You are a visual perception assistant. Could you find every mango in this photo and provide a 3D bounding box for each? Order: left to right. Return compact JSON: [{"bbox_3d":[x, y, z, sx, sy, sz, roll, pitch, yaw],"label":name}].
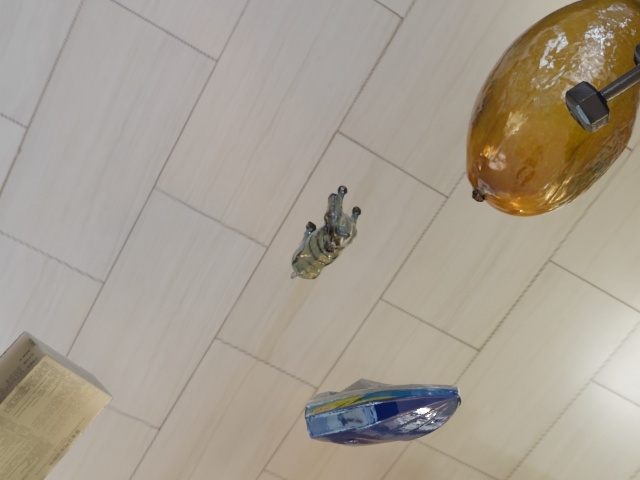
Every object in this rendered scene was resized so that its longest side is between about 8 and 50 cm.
[{"bbox_3d":[0.301,-0.178,0.814,0.187,0.144,0.359,34,74,2],"label":"mango"}]

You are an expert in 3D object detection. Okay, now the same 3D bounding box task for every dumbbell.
[{"bbox_3d":[0.232,-0.120,0.508,0.083,0.036,0.040,-33,99,14],"label":"dumbbell"}]

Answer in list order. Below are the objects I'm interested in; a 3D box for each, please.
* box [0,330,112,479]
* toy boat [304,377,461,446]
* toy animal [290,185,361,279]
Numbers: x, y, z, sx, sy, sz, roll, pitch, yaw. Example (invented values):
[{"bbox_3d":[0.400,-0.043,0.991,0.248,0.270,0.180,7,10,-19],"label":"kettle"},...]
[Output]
[{"bbox_3d":[-0.469,0.281,1.051,0.212,0.095,0.168,-51,134,-15],"label":"box"},{"bbox_3d":[0.099,0.238,0.943,0.129,0.088,0.295,18,152,-25],"label":"toy boat"},{"bbox_3d":[0.005,0.003,1.025,0.073,0.176,0.217,35,127,-3],"label":"toy animal"}]
